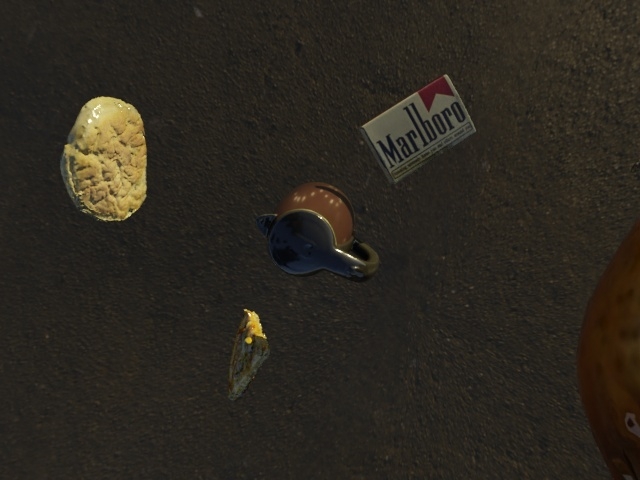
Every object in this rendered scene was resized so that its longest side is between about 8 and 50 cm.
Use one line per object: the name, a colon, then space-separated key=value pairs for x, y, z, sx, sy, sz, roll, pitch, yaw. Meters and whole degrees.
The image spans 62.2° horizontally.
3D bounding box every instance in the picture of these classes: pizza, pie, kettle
pizza: x=-0.143 y=0.232 z=1.046 sx=0.036 sy=0.176 sz=0.184 roll=16 pitch=81 yaw=-22
pie: x=-0.367 y=-0.133 z=0.912 sx=0.052 sy=0.185 sz=0.218 roll=12 pitch=114 yaw=15
kettle: x=0.000 y=0.000 z=0.873 sx=0.202 sy=0.232 sz=0.144 roll=32 pitch=104 yaw=-2

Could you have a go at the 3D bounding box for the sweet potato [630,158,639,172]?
sweet potato: x=0.620 y=-0.141 z=0.919 sx=0.153 sy=0.038 sz=0.041 roll=-3 pitch=109 yaw=2

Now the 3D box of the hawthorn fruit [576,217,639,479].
hawthorn fruit: x=0.501 y=0.152 z=0.538 sx=0.472 sy=0.472 sz=0.471 roll=-1 pitch=82 yaw=10

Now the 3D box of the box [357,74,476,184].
box: x=0.165 y=-0.189 z=0.908 sx=0.177 sy=0.036 sz=0.115 roll=-33 pitch=101 yaw=-8
